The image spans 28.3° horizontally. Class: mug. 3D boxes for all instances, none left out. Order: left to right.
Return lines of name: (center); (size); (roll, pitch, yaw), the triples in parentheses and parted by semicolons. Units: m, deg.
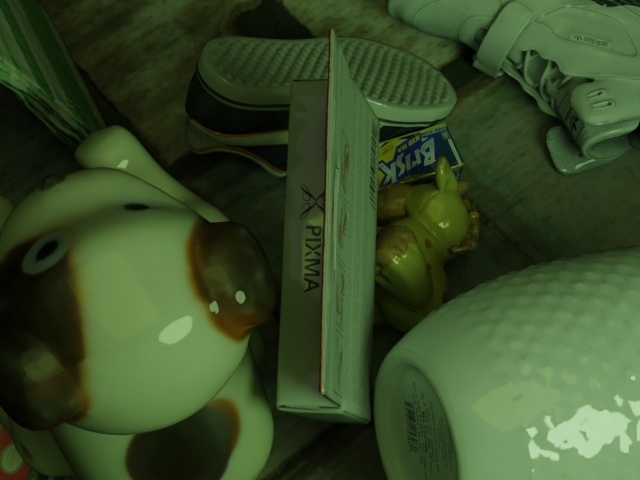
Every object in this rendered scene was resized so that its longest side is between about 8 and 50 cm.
mug: (0.231, 0.199, 1.180); (0.328, 0.276, 0.374); (-8, 110, -22)

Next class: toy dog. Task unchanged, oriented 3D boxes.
toy dog: (-0.173, 0.098, 1.076); (0.285, 0.408, 0.395); (-16, 68, -10)

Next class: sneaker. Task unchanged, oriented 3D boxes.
sneaker: (-0.005, -0.149, 1.413); (0.321, 0.127, 0.126); (1, 47, -30)
sneaker: (0.248, -0.203, 1.432); (0.366, 0.137, 0.210); (9, 64, -3)

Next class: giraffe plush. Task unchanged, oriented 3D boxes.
giraffe plush: (0.092, 0.002, 1.330); (0.210, 0.181, 0.170); (27, 59, 1)

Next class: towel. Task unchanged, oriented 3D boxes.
towel: (-0.327, -0.219, 1.312); (0.038, 0.325, 0.247); (-31, 70, 6)

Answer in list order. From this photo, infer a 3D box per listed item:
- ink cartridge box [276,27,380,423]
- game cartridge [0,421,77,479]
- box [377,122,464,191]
ink cartridge box: (0.000, 0.000, 1.095); (0.066, 0.261, 0.296); (-1, 77, 12)
game cartridge: (-0.234, 0.195, 1.280); (0.196, 0.060, 0.294); (13, 66, -2)
box: (0.070, -0.073, 1.411); (0.169, 0.054, 0.059); (-18, 68, -10)
